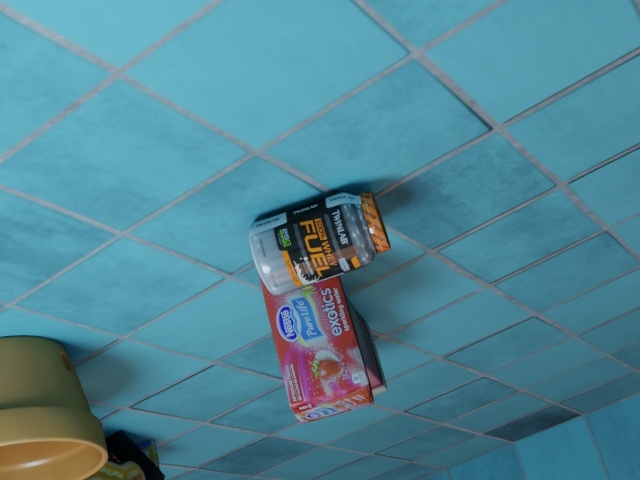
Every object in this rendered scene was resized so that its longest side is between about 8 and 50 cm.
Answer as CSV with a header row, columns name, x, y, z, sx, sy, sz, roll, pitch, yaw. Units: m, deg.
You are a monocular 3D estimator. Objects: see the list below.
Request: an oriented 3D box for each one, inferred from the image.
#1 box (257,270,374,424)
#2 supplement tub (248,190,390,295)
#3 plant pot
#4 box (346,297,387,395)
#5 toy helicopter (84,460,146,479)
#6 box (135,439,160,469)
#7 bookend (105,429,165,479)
name,x,y,z,sx,sy,sz,roll,pitch,yaw
box,-0.010,0.144,1.467,0.128,0.257,0.123,-16,154,1
supplement tub,0.000,0.000,1.358,0.190,0.117,0.117,-20,152,7
plant pot,-0.515,0.292,1.545,0.290,0.203,0.291,-12,153,-6
box,0.023,0.203,1.708,0.126,0.149,0.232,-21,153,9
toy helicopter,-0.468,0.468,1.833,0.140,0.235,0.355,-26,144,20
box,-0.441,0.517,2.126,0.136,0.081,0.028,-17,153,2
bookend,-0.459,0.523,2.054,0.156,0.072,0.157,-29,112,24
